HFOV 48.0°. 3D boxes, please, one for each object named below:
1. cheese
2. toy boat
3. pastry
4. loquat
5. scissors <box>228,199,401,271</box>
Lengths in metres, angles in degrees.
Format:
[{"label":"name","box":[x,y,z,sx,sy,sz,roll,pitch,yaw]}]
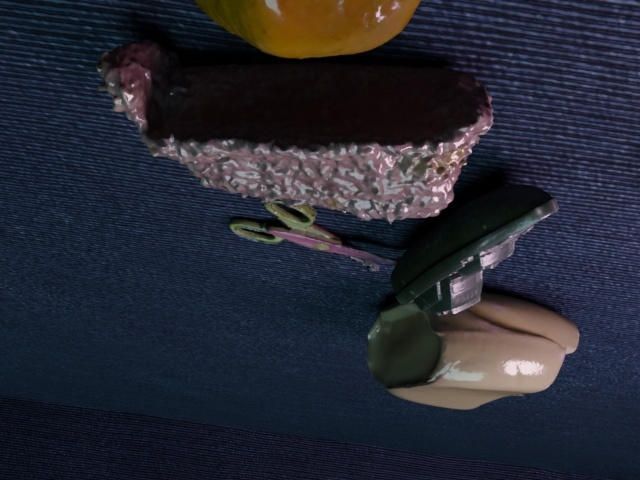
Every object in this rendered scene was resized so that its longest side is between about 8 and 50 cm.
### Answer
[{"label":"cheese","box":[0.198,0.151,0.965,0.233,0.127,0.266,13,160,-19]},{"label":"toy boat","box":[0.147,0.014,0.696,0.078,0.085,0.260,-23,169,-25]},{"label":"pastry","box":[-0.017,-0.077,0.514,0.265,0.102,0.112,12,140,5]},{"label":"loquat","box":[-0.004,-0.151,0.330,0.137,0.113,0.137,13,138,12]},{"label":"scissors","box":[0.000,0.000,0.800,0.187,0.020,0.133,20,158,-23]}]
